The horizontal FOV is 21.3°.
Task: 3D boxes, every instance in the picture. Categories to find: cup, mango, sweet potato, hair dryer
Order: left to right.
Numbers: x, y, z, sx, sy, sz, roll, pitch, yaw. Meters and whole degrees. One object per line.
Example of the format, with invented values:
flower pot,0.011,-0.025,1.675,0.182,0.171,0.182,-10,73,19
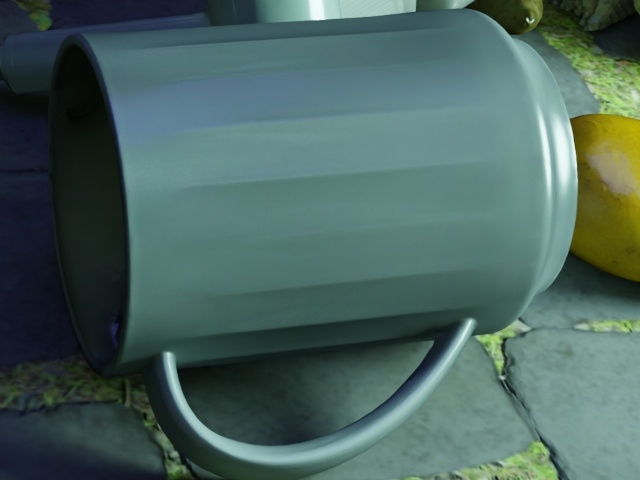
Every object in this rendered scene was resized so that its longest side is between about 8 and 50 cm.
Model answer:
hair dryer,-0.155,-0.143,1.395,0.357,0.173,0.107,-4,12,11
cup,0.000,0.000,1.179,0.326,0.237,0.323,-5,70,-20
sweet potato,0.159,-0.252,1.649,0.074,0.075,0.269,-6,31,-21
mango,0.269,-0.022,1.357,0.219,0.112,0.145,26,38,0

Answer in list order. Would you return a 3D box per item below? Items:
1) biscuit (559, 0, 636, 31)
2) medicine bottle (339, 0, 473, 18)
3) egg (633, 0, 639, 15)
biscuit,0.332,-0.295,1.714,0.062,0.108,0.239,34,43,29
medicine bottle,0.100,-0.312,1.519,0.339,0.208,0.208,-32,51,-12
egg,0.408,-0.251,1.609,0.245,0.203,0.203,-14,44,-20
